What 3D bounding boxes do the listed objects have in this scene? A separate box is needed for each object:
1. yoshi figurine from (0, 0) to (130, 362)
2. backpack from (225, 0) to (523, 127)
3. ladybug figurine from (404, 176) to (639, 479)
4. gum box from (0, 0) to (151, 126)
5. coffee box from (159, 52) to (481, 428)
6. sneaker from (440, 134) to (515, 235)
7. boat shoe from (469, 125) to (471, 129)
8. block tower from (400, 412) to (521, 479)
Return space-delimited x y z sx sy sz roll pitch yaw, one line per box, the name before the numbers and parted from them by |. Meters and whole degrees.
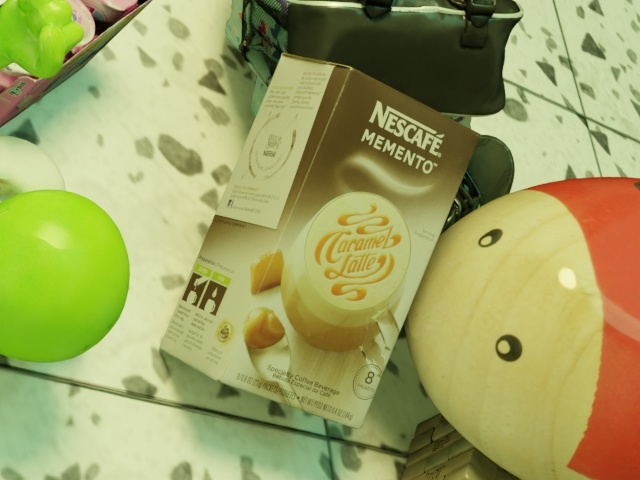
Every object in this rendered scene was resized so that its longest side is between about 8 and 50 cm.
yoshi figurine | -0.232 -0.054 0.924 0.362 0.203 0.203 53 22 -34
backpack | 0.032 -0.180 1.315 0.225 0.191 0.253 -1 32 -23
ladybug figurine | 0.290 0.071 1.239 0.449 0.162 0.305 4 59 -26
gum box | -0.215 -0.145 1.123 0.062 0.107 0.188 49 38 -7
coffee box | 0.000 0.000 1.144 0.141 0.098 0.246 23 88 -35
sneaker | 0.098 -0.021 1.319 0.101 0.106 0.267 50 54 2
boat shoe | 0.111 -0.044 1.431 0.075 0.065 0.206 33 44 -30
block tower | 0.103 0.263 1.172 0.091 0.097 0.335 41 41 -17
